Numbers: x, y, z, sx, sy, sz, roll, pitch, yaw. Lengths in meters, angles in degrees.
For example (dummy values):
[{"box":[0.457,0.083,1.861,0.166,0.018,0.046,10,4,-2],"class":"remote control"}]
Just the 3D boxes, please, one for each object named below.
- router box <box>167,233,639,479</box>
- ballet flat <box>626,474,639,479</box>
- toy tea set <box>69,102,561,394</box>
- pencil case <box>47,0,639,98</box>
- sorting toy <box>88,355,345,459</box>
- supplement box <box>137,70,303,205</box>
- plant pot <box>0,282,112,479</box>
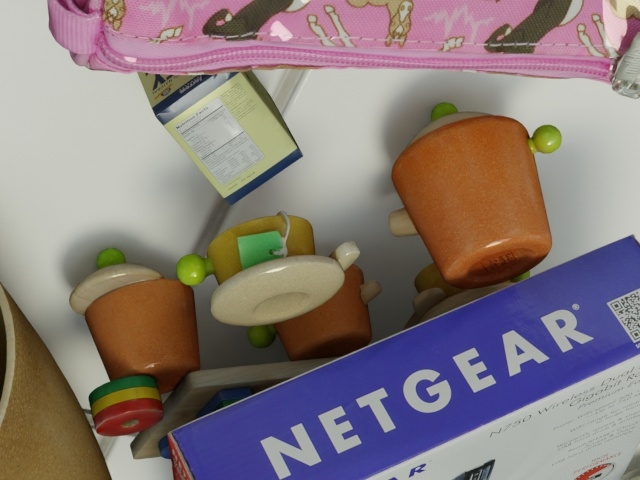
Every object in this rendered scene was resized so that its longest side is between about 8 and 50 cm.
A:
[{"box":[0.068,0.162,0.985,0.335,0.082,0.301,-22,152,-14],"class":"router box"},{"box":[0.218,0.297,1.184,0.348,0.123,0.123,-40,128,-9],"class":"ballet flat"},{"box":[0.000,0.000,0.951,0.336,0.124,0.200,-9,155,-18],"class":"toy tea set"},{"box":[0.037,-0.168,0.788,0.386,0.167,0.160,0,123,-19],"class":"pencil case"},{"box":[-0.041,0.132,0.999,0.275,0.046,0.132,-3,153,-30],"class":"sorting toy"},{"box":[-0.064,-0.083,0.863,0.056,0.083,0.083,-34,128,5],"class":"supplement box"},{"box":[-0.232,0.158,0.901,0.237,0.237,0.254,-32,141,3],"class":"plant pot"}]
